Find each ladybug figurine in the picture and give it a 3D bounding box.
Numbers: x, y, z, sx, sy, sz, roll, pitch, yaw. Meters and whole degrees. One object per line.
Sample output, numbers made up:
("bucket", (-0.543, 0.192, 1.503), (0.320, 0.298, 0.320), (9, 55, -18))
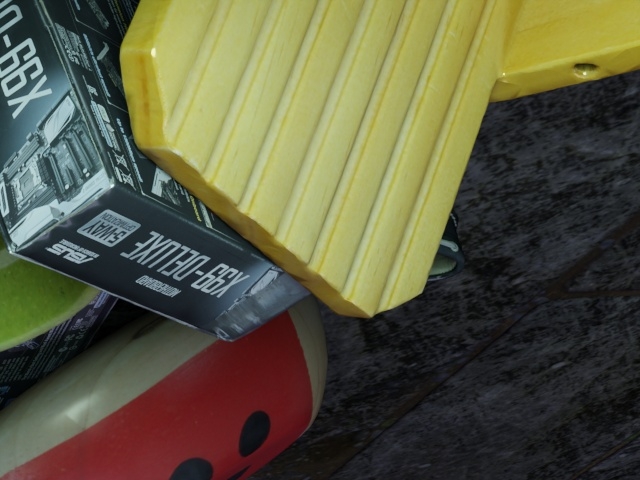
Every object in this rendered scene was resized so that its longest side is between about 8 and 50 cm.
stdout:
("ladybug figurine", (-0.160, 0.182, 1.803), (0.449, 0.162, 0.305), (-30, 167, -32))

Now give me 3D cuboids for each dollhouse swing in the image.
("dollhouse swing", (0.104, -0.154, 1.092), (0.315, 0.305, 0.347), (-11, 146, 30))

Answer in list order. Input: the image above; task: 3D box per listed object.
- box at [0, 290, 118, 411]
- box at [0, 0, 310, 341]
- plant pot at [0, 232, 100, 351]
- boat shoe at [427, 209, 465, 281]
("box", (-0.362, 0.079, 1.679), (0.318, 0.097, 0.395), (-7, 155, -28))
("box", (-0.136, -0.107, 1.159), (0.076, 0.307, 0.242), (-32, 154, 16))
("plant pot", (-0.292, -0.070, 1.181), (0.276, 0.254, 0.276), (-13, 163, -4))
("boat shoe", (0.000, 0.000, 1.756), (0.302, 0.091, 0.114), (-7, 154, -24))
